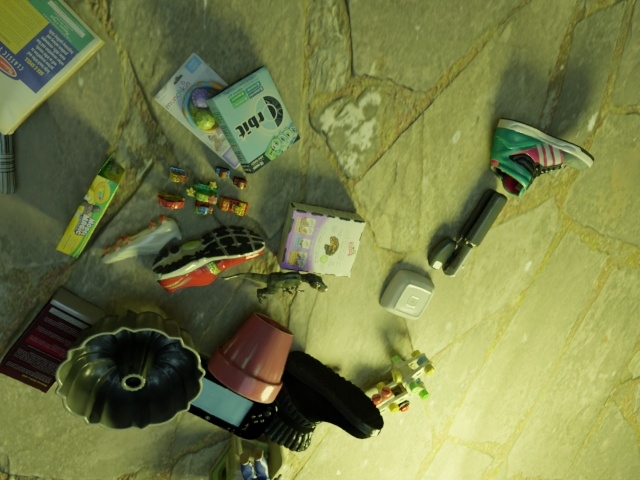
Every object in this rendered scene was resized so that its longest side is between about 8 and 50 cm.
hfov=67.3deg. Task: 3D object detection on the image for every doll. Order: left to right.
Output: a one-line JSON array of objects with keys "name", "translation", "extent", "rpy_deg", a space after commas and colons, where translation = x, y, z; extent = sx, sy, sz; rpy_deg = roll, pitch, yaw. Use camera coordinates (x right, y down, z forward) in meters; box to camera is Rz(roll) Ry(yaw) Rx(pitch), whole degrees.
[{"name": "doll", "translation": [-0.168, 0.668, 1.339], "extent": [0.129, 0.046, 0.189], "rpy_deg": [-12, 114, -9]}]

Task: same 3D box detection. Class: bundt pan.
[{"name": "bundt pan", "translation": [-0.452, 0.301, 1.168], "extent": [0.330, 0.124, 0.331], "rpy_deg": [-8, 122, -13]}]

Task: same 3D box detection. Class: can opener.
[{"name": "can opener", "translation": [0.416, -0.020, 1.354], "extent": [0.093, 0.074, 0.280], "rpy_deg": [29, 102, -23]}]

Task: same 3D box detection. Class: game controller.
[{"name": "game controller", "translation": [-0.281, 0.437, 1.334], "extent": [0.319, 0.067, 0.166], "rpy_deg": [30, 101, -8]}]

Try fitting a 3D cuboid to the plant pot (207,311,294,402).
[{"name": "plant pot", "translation": [-0.169, 0.299, 1.282], "extent": [0.201, 0.201, 0.180], "rpy_deg": [31, 86, -24]}]

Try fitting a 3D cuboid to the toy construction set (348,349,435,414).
[{"name": "toy construction set", "translation": [0.187, 0.454, 1.453], "extent": [0.327, 0.151, 0.215], "rpy_deg": [-16, 140, 0]}]

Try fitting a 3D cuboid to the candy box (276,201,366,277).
[{"name": "candy box", "translation": [0.000, 0.000, 1.255], "extent": [0.196, 0.070, 0.165], "rpy_deg": [9, 109, -18]}]

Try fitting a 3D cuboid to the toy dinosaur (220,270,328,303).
[{"name": "toy dinosaur", "translation": [-0.117, 0.115, 1.253], "extent": [0.268, 0.064, 0.118], "rpy_deg": [1, 150, -4]}]

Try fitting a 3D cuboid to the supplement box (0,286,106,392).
[{"name": "supplement box", "translation": [-0.658, 0.246, 1.183], "extent": [0.130, 0.073, 0.239], "rpy_deg": [39, 97, -25]}]

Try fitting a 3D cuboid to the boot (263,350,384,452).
[{"name": "boot", "translation": [-0.006, 0.504, 1.351], "extent": [0.131, 0.348, 0.260], "rpy_deg": [5, 111, -53]}]

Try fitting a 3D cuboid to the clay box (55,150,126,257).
[{"name": "clay box", "translation": [-0.494, -0.084, 1.056], "extent": [0.053, 0.127, 0.222], "rpy_deg": [30, 103, -25]}]

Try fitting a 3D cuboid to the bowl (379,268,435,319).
[{"name": "bowl", "translation": [0.260, 0.166, 1.405], "extent": [0.142, 0.053, 0.142], "rpy_deg": [22, 104, -21]}]

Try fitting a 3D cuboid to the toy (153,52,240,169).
[{"name": "toy", "translation": [-0.235, -0.283, 1.081], "extent": [0.137, 0.056, 0.237], "rpy_deg": [-47, 116, 5]}]

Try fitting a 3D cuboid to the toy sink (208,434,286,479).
[{"name": "toy sink", "translation": [-0.227, 0.682, 1.439], "extent": [0.131, 0.153, 0.234], "rpy_deg": [30, 103, -23]}]

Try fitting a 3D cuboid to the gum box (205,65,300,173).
[{"name": "gum box", "translation": [-0.146, -0.270, 1.081], "extent": [0.157, 0.041, 0.184], "rpy_deg": [-43, 120, -27]}]

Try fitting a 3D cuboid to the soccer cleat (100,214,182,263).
[{"name": "soccer cleat", "translation": [-0.428, 0.013, 1.151], "extent": [0.196, 0.068, 0.076], "rpy_deg": [-29, 120, -5]}]

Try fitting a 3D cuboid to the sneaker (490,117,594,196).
[{"name": "sneaker", "translation": [0.578, -0.195, 1.293], "extent": [0.295, 0.124, 0.178], "rpy_deg": [18, 102, -13]}]

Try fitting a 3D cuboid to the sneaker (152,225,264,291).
[{"name": "sneaker", "translation": [-0.274, 0.052, 1.204], "extent": [0.279, 0.107, 0.118], "rpy_deg": [-16, 138, -10]}]

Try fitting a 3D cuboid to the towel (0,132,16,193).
[{"name": "towel", "translation": [-0.792, -0.251, 0.947], "extent": [0.324, 0.056, 0.312], "rpy_deg": [4, 111, -16]}]

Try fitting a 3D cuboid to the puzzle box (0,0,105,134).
[{"name": "puzzle box", "translation": [-0.654, -0.434, 0.879], "extent": [0.272, 0.052, 0.409], "rpy_deg": [-44, 112, -1]}]

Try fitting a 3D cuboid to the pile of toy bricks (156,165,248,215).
[{"name": "pile of toy bricks", "translation": [-0.265, -0.109, 1.119], "extent": [0.212, 0.105, 0.118], "rpy_deg": [11, 109, -19]}]
